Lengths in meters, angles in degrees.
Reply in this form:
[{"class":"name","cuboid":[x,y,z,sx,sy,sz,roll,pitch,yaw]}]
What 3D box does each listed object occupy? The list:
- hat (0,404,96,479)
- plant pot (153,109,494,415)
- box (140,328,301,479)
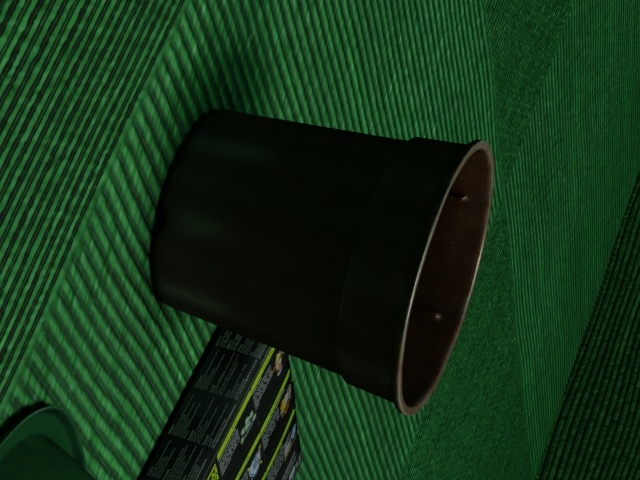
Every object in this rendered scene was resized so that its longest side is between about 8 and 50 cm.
[{"class":"hat","cuboid":[-0.085,0.204,0.997,0.208,0.183,0.173,88,23,-48]},{"class":"plant pot","cuboid":[0.000,0.000,1.131,0.167,0.165,0.167,17,90,-74]},{"class":"box","cuboid":[-0.070,0.170,1.283,0.184,0.045,0.191,82,29,-51]}]
